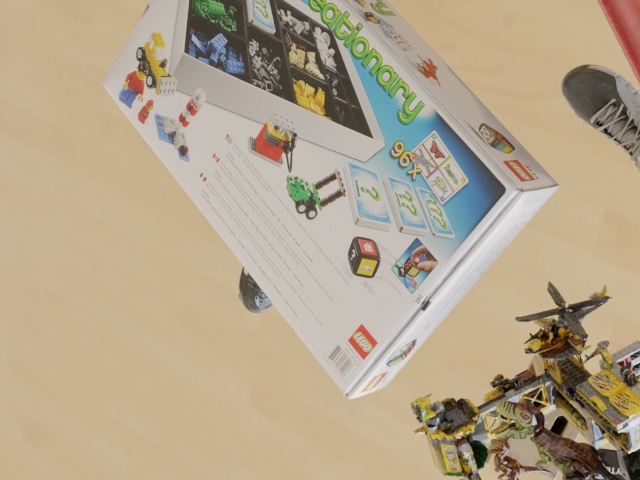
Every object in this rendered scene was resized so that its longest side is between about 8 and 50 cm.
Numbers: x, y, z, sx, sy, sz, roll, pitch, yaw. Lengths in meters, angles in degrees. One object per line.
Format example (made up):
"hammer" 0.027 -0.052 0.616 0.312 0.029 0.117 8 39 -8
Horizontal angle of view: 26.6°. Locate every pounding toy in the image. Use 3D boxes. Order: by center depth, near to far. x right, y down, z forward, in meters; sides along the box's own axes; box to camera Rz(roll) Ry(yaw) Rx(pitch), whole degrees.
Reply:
"pounding toy" 0.312 0.267 1.955 0.094 0.206 0.181 25 100 -1

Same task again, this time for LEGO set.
"LEGO set" 0.236 0.180 1.373 0.331 0.255 0.192 -118 9 -57

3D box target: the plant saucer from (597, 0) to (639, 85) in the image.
"plant saucer" 0.387 -0.250 1.315 0.258 0.048 0.259 -11 112 56

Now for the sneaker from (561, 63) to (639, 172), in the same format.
"sneaker" 0.433 -0.149 1.873 0.229 0.132 0.086 36 113 -13

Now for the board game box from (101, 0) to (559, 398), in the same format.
"board game box" -0.008 -0.073 0.899 0.305 0.053 0.193 51 122 22

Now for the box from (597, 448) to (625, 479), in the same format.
"box" 0.461 0.415 1.649 0.296 0.073 0.293 6 81 2

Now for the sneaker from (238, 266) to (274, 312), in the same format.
"sneaker" 0.000 0.000 1.608 0.106 0.234 0.078 23 153 49
